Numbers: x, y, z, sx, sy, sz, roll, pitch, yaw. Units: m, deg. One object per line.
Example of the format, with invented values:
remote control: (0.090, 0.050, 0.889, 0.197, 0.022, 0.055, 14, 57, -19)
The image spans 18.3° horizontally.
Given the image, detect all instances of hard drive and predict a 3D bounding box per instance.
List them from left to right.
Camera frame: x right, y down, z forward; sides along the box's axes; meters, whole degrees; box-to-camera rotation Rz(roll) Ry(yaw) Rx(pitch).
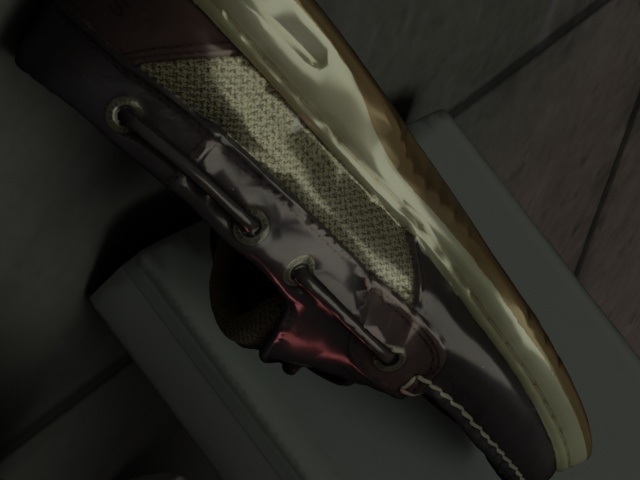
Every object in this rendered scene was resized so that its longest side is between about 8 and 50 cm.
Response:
hard drive: (0.091, 0.119, 0.807, 0.047, 0.353, 0.233, -44, 170, 37)

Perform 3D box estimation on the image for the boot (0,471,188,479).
boot: (-0.103, 0.097, 0.626, 0.258, 0.123, 0.095, 30, 55, -75)

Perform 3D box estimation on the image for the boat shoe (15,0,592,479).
boat shoe: (0.000, 0.000, 0.691, 0.092, 0.103, 0.285, -38, 128, 1)
